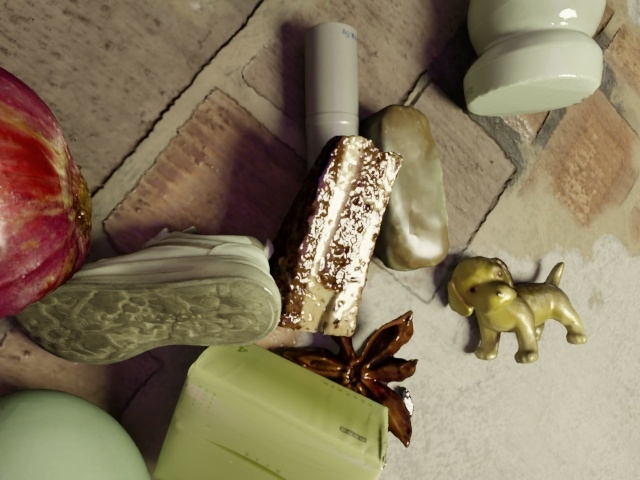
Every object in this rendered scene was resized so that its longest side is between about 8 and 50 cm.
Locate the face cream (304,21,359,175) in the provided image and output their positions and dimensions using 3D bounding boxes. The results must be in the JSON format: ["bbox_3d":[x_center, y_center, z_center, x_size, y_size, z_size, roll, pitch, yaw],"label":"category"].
[{"bbox_3d":[0.017,-0.164,0.584,0.077,0.077,0.250,-2,92,-19],"label":"face cream"}]

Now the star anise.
[{"bbox_3d":[0.053,0.199,0.586,0.212,0.111,0.196,-20,62,2],"label":"star anise"}]

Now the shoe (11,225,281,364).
[{"bbox_3d":[-0.193,0.048,0.502,0.316,0.159,0.124,-4,125,9],"label":"shoe"}]

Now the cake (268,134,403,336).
[{"bbox_3d":[0.001,-0.011,0.547,0.112,0.135,0.246,14,92,-25],"label":"cake"}]

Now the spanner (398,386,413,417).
[{"bbox_3d":[0.034,0.354,0.638,0.087,0.024,0.315,39,81,-14],"label":"spanner"}]

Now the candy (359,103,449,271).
[{"bbox_3d":[0.116,-0.074,0.607,0.102,0.104,0.233,-7,94,-18],"label":"candy"}]

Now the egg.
[{"bbox_3d":[-0.284,0.292,0.430,0.203,0.203,0.282,-19,100,-17],"label":"egg"}]

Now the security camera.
[{"bbox_3d":[0.313,-0.324,0.626,0.195,0.194,0.236,-1,89,-19],"label":"security camera"}]

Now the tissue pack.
[{"bbox_3d":[-0.054,0.238,0.491,0.234,0.125,0.159,24,105,7],"label":"tissue pack"}]

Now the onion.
[{"bbox_3d":[-0.344,-0.054,0.375,0.272,0.256,0.230,-14,109,-47],"label":"onion"}]

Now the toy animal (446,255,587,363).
[{"bbox_3d":[0.321,0.113,0.682,0.233,0.121,0.168,4,79,-22],"label":"toy animal"}]
